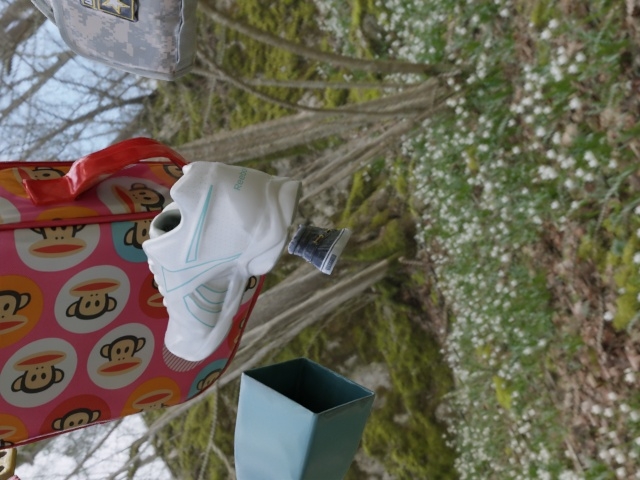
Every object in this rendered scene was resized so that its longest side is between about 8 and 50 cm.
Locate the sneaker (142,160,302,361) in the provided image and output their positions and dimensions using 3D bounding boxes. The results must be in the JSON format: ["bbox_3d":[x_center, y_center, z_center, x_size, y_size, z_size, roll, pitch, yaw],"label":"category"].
[{"bbox_3d":[-0.062,0.010,0.378,0.061,0.152,0.054,21,-133,-12],"label":"sneaker"}]

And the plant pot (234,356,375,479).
[{"bbox_3d":[-0.040,0.346,1.219,0.165,0.234,0.165,20,-166,36],"label":"plant pot"}]

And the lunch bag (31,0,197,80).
[{"bbox_3d":[-0.237,-0.334,0.793,0.169,0.235,0.287,-37,-104,-27],"label":"lunch bag"}]

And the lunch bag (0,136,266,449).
[{"bbox_3d":[-0.184,0.032,0.622,0.293,0.258,0.120,-5,-145,-43],"label":"lunch bag"}]

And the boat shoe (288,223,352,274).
[{"bbox_3d":[0.000,0.000,1.224,0.083,0.065,0.183,28,-168,2],"label":"boat shoe"}]

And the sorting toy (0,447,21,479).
[{"bbox_3d":[-0.356,0.278,0.594,0.274,0.132,0.046,-34,-63,-33],"label":"sorting toy"}]
